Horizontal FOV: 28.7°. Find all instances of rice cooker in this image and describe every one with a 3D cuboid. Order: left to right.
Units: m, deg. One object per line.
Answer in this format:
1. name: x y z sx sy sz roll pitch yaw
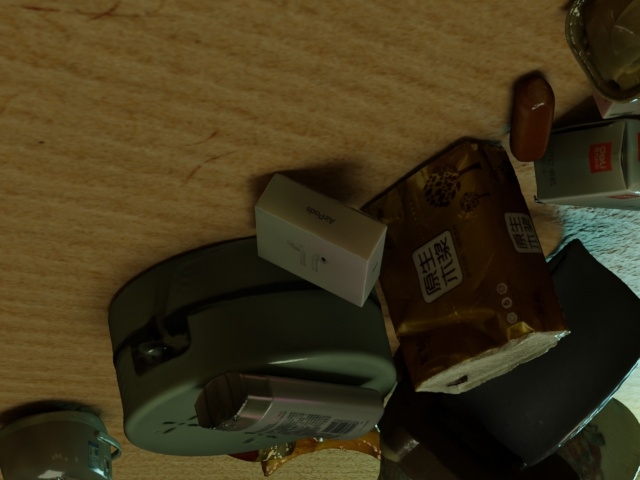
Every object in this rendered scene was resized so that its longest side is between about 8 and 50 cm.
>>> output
1. rice cooker: -0.380 0.317 1.815 0.145 0.127 0.206 -21 148 16

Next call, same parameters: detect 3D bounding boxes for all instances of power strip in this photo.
1. power strip: -0.090 0.131 1.515 0.357 0.161 0.357 -12 156 -5

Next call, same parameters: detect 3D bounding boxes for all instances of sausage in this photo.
1. sausage: 0.214 -0.123 1.263 0.041 0.039 0.131 -7 156 2

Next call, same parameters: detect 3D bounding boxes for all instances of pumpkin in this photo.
1. pumpkin: -0.014 0.305 2.043 0.258 0.095 0.290 -12 154 5

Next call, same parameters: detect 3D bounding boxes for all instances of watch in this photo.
1. watch: 0.272 0.172 1.596 0.327 0.314 0.335 -51 173 19

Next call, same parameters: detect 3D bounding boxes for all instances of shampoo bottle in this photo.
1. shampoo bottle: -0.031 0.188 1.400 0.227 0.056 0.086 13 141 -45

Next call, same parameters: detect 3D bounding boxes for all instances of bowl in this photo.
1. bowl: 0.256 0.272 1.909 0.435 0.435 0.196 -18 113 9

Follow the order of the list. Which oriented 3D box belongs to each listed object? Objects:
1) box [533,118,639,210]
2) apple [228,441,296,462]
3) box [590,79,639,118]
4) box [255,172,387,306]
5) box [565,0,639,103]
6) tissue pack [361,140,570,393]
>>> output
1. box: 0.369 -0.076 1.362 0.269 0.079 0.135 3 174 -35
2. apple: -0.083 0.235 1.771 0.147 0.156 0.158 6 173 13
3. box: 0.341 -0.166 1.231 0.125 0.043 0.089 -8 156 -14
4. box: 0.000 0.000 1.320 0.130 0.051 0.129 25 159 10
5. box: 0.291 -0.197 1.063 0.111 0.111 0.177 4 150 -37
6. tissue pack: 0.153 0.033 1.342 0.092 0.226 0.183 5 151 -40
